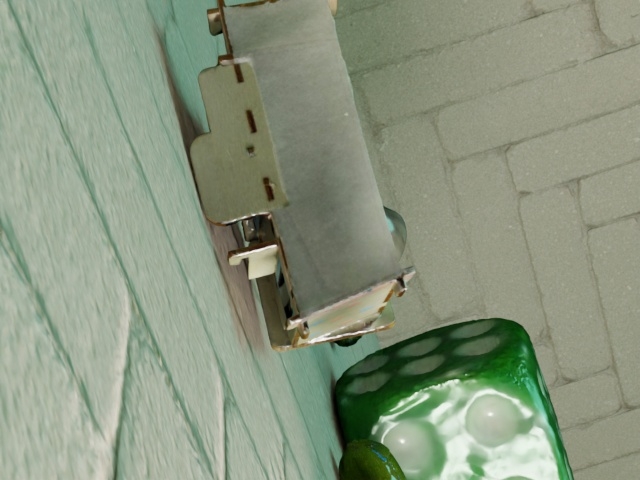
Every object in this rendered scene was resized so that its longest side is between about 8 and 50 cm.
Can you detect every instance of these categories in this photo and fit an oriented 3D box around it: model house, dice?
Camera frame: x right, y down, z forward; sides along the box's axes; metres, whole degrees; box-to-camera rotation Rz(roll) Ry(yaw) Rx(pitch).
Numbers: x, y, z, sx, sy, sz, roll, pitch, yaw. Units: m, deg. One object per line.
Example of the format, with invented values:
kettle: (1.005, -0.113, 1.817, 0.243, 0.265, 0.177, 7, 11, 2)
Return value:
model house: (-0.030, -0.050, 1.252, 0.244, 0.169, 0.326, 89, -13, -76)
dice: (0.193, 0.292, 1.827, 0.287, 0.297, 0.300, -55, 128, -81)

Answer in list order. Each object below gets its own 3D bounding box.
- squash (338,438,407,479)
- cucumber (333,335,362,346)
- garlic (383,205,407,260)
squash: (0.096, 0.395, 1.530, 0.087, 0.087, 0.332, 57, 18, -77)
cucumber: (0.048, 0.129, 2.168, 0.241, 0.074, 0.074, -77, 150, -81)
garlic: (0.000, 0.000, 1.778, 0.237, 0.210, 0.292, 34, -15, 33)
